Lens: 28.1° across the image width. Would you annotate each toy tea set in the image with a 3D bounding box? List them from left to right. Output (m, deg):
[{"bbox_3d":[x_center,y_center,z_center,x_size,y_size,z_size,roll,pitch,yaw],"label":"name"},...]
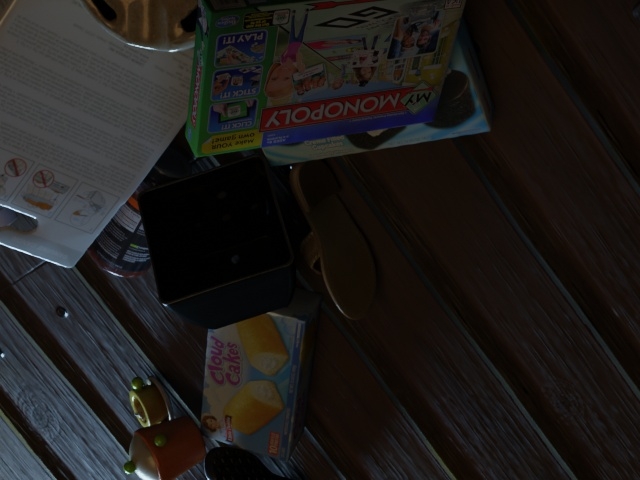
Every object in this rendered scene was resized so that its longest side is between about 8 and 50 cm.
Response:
[{"bbox_3d":[-0.260,0.393,2.049,0.200,0.124,0.336,31,136,52],"label":"toy tea set"}]

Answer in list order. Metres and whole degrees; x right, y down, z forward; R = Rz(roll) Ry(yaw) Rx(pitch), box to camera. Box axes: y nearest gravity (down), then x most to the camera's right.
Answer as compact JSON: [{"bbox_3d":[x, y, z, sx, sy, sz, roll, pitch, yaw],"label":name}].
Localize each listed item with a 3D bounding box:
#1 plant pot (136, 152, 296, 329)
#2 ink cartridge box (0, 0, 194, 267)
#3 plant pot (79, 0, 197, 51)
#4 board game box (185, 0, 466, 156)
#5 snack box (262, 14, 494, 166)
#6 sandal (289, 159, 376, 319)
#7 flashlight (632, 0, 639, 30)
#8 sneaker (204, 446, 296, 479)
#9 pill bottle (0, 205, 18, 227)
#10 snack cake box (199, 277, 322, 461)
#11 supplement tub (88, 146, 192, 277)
[{"bbox_3d":[-0.129,0.022,1.790,0.187,0.188,0.167,-18,148,2],"label":"plant pot"},{"bbox_3d":[-0.360,-0.168,1.713,0.308,0.091,0.385,24,113,-40],"label":"ink cartridge box"},{"bbox_3d":[-0.144,-0.377,1.545,0.333,0.305,0.334,8,118,16],"label":"plant pot"},{"bbox_3d":[0.006,-0.210,1.496,0.317,0.046,0.213,-11,139,-21],"label":"board game box"},{"bbox_3d":[0.048,-0.206,1.680,0.322,0.060,0.187,-8,128,24],"label":"snack box"},{"bbox_3d":[0.005,-0.003,1.834,0.079,0.088,0.240,-3,111,56],"label":"sandal"},{"bbox_3d":[0.497,-0.332,1.451,0.103,0.103,0.304,43,123,-1],"label":"flashlight"},{"bbox_3d":[-0.113,0.400,2.025,0.097,0.084,0.234,-17,139,41],"label":"sneaker"},{"bbox_3d":[-0.556,-0.085,1.962,0.112,0.112,0.187,-30,102,30],"label":"pill bottle"},{"bbox_3d":[-0.094,0.191,1.947,0.152,0.089,0.264,14,120,12],"label":"snack cake box"},{"bbox_3d":[-0.260,-0.045,1.878,0.106,0.106,0.198,35,122,0],"label":"supplement tub"}]
